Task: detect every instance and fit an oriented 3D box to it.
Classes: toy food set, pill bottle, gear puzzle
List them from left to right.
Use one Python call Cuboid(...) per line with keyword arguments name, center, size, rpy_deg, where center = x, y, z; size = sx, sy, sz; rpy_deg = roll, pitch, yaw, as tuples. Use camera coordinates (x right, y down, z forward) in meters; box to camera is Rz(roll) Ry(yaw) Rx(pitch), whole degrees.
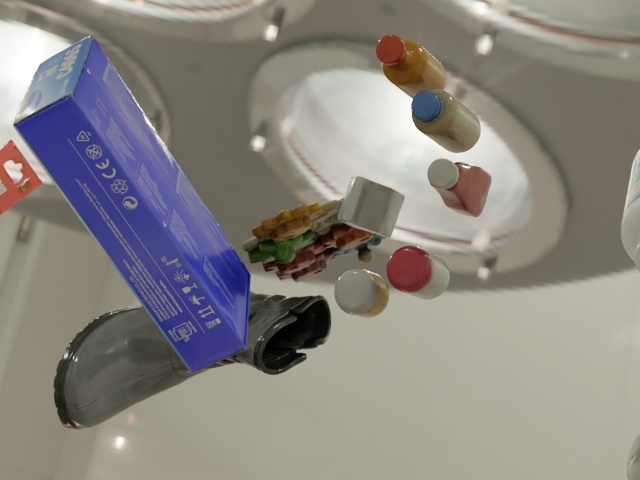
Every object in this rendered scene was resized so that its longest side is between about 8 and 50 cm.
Cuboid(name="gear puzzle", center=(0.000, 0.000, 1.683), size=(0.175, 0.044, 0.339), rpy_deg=(-23, -13, 7))
Cuboid(name="toy food set", center=(0.069, -0.046, 1.126), size=(0.111, 0.232, 0.104), rpy_deg=(19, -1, 24))
Cuboid(name="pill bottle", center=(0.540, -0.045, 2.089), size=(0.146, 0.264, 0.146), rpy_deg=(10, -52, 12))

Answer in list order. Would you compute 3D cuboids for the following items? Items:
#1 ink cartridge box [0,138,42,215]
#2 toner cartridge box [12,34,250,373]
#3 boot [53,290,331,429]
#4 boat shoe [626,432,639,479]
Cuboid(name="ink cartridge box", center=(-0.568, -0.070, 2.142), size=(0.066, 0.232, 0.189), rpy_deg=(50, -4, -39))
Cuboid(name="toner cartridge box", center=(-0.194, -0.037, 1.486), size=(0.075, 0.165, 0.348), rpy_deg=(-26, -64, 12))
Cuboid(name="boot", center=(-0.152, 0.135, 1.702), size=(0.223, 0.338, 0.118), rpy_deg=(6, -60, 37))
Cuboid(name="boat shoe", center=(0.299, 0.187, 1.153), size=(0.078, 0.070, 0.219), rpy_deg=(0, -33, 14))
